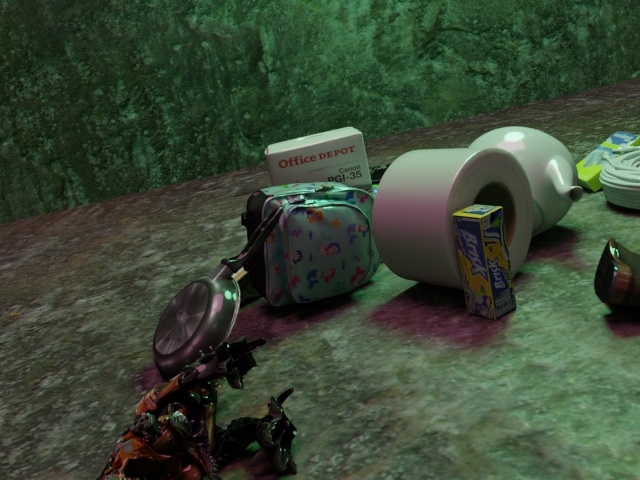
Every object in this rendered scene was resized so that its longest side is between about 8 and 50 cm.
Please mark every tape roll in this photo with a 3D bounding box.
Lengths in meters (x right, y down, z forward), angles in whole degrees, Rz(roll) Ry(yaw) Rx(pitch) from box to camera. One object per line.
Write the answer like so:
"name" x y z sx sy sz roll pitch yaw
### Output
"tape roll" 0.234 -0.039 1.073 0.246 0.246 0.169 -24 18 -34

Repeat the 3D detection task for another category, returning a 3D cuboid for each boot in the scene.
"boot" 0.474 0.057 0.914 0.106 0.082 0.219 16 21 17

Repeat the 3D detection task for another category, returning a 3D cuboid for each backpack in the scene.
"backpack" 0.000 0.000 1.164 0.253 0.225 0.191 -10 16 -29

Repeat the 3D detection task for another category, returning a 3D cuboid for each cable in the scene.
"cable" 0.728 -0.133 1.290 0.256 0.089 0.257 -1 22 29

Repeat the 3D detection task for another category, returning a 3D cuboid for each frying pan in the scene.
"frying pan" -0.163 0.090 0.982 0.326 0.053 0.197 -46 33 9

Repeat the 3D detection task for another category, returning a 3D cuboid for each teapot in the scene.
"teapot" 0.375 -0.085 1.222 0.252 0.256 0.187 15 56 19

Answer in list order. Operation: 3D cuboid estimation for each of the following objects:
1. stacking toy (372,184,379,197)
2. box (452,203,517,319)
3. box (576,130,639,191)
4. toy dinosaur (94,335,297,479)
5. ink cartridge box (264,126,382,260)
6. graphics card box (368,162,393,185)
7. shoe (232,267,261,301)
"stacking toy" 0.151 -0.086 1.551 0.141 0.141 0.330 2 15 42
"box" 0.253 0.032 0.945 0.054 0.169 0.059 -23 19 -31
"box" 0.702 -0.200 1.485 0.178 0.042 0.109 -42 14 9
"toy dinosaur" -0.158 0.208 0.728 0.218 0.164 0.322 -25 34 17
"ink cartridge box" 0.009 -0.080 1.314 0.207 0.283 0.117 -13 16 -2
"graphics card box" 0.262 -0.173 1.789 0.370 0.094 0.233 -7 17 17
"shoe" -0.162 0.089 1.243 0.058 0.077 0.219 8 27 39
